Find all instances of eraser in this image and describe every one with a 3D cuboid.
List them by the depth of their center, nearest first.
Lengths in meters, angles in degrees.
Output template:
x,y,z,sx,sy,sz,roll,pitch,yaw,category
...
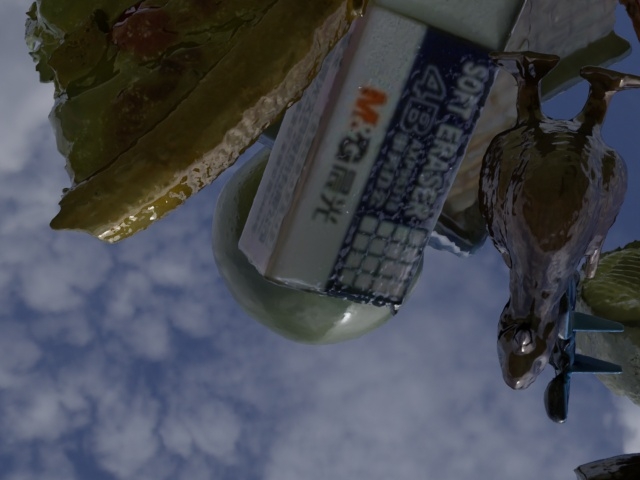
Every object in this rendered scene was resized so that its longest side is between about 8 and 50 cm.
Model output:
x,y,z,sx,sy,sz,roll,pitch,yaw,category
0.048,-0.095,0.918,0.130,0.287,0.086,17,-167,-23,eraser

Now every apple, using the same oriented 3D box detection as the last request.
x,y,z,sx,sy,sz,roll,pitch,yaw,category
0.000,0.000,1.931,0.357,0.357,0.357,-2,-135,2,apple

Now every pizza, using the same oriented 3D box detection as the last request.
x,y,z,sx,sy,sz,roll,pitch,yaw,category
-0.138,-0.131,0.851,0.288,0.075,0.280,25,-112,38,pizza

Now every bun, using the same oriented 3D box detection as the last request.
x,y,z,sx,sy,sz,roll,pitch,yaw,category
0.405,0.100,1.331,0.259,0.152,0.259,-7,-159,3,bun

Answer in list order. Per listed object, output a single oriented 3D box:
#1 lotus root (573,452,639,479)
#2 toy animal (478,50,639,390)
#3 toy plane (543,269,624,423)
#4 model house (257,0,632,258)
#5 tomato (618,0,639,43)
x,y,z,sx,sy,sz,roll,pitch,yaw,category
0.349,0.322,1.210,0.119,0.138,0.234,-23,-102,6,lotus root
0.126,-0.010,0.676,0.089,0.179,0.188,9,-179,10,toy animal
0.209,0.055,1.087,0.078,0.169,0.246,-4,-158,0,toy plane
0.097,-0.226,1.341,0.445,0.400,0.395,-33,-140,-31,model house
0.178,-0.129,0.470,0.069,0.155,0.155,1,-136,-9,tomato
